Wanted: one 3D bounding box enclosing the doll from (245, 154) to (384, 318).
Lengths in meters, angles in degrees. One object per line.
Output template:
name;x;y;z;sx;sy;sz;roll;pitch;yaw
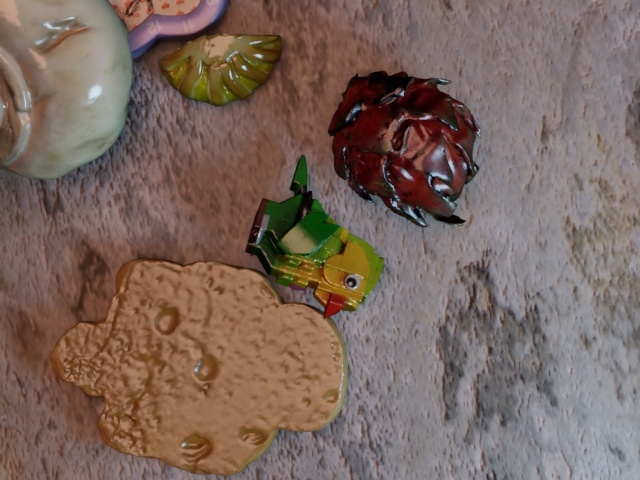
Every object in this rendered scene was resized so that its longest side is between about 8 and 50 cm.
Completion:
doll;-0.006;0.006;1.814;0.186;0.106;0.134;45;71;5

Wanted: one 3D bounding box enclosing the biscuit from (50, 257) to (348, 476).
biscuit;-0.152;0.159;1.842;0.376;0.051;0.269;4;90;5

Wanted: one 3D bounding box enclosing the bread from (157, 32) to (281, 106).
bread;-0.130;-0.217;1.851;0.157;0.083;0.094;4;100;3

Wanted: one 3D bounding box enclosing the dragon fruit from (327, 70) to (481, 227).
dragon fruit;0.105;-0.118;1.782;0.189;0.182;0.182;12;88;-11

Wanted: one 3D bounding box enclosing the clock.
clock;-0.222;-0.324;1.863;0.198;0.064;0.172;-17;84;2

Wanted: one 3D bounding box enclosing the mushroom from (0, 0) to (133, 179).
mushroom;-0.399;-0.189;1.721;0.314;0.336;0.314;13;126;20
